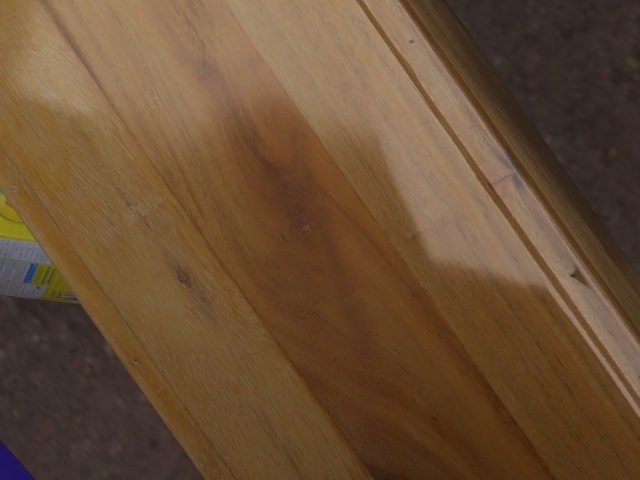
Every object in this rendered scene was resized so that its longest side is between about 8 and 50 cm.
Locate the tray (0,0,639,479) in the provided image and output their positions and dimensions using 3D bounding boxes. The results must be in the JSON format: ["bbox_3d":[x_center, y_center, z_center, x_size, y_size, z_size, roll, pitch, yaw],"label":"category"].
[{"bbox_3d":[0.000,0.000,0.835,0.203,0.076,0.411,-34,93,20],"label":"tray"}]

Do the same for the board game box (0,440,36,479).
[{"bbox_3d":[-0.231,0.191,1.169,0.078,0.347,0.233,-31,140,-24],"label":"board game box"}]

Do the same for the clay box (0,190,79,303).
[{"bbox_3d":[-0.133,0.007,1.329,0.222,0.127,0.053,7,69,-15],"label":"clay box"}]
